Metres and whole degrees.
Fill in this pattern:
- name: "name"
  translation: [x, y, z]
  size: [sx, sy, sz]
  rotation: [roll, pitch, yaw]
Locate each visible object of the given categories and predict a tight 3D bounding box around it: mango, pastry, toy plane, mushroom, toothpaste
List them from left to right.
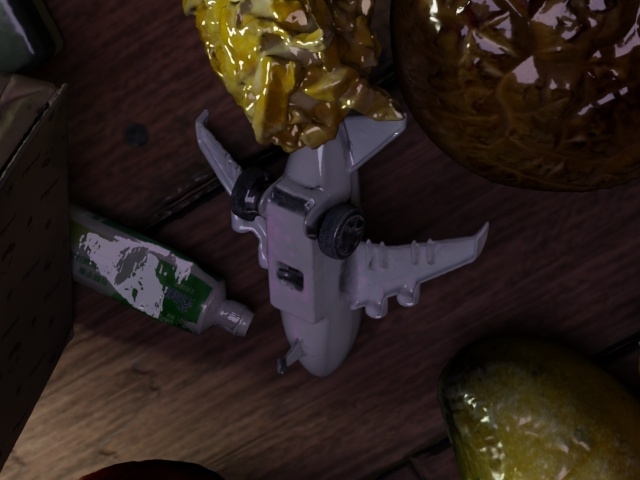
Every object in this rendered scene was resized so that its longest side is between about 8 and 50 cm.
- name: "toothpaste"
  translation: [-0.165, 0.012, 1.353]
  size: [0.248, 0.047, 0.078]
  rotation: [25, 124, 2]
- name: "pastry"
  translation: [-0.029, -0.174, 1.176]
  size: [0.102, 0.250, 0.154]
  rotation: [-1, 137, -34]
- name: "toy plane"
  translation: [-0.003, 0.002, 1.280]
  size: [0.251, 0.101, 0.255]
  rotation: [24, 128, 28]
- name: "mushroom"
  translation: [0.166, -0.143, 1.179]
  size: [0.253, 0.153, 0.253]
  rotation: [-4, 122, -6]
- name: "mango"
  translation: [0.203, 0.222, 1.313]
  size: [0.177, 0.175, 0.329]
  rotation: [-13, 86, -19]

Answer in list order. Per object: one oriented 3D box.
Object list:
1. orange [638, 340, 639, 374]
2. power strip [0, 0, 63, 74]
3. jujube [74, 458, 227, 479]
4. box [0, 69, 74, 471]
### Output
- name: "orange"
  translation: [0.343, 0.099, 1.197]
  size: [0.264, 0.264, 0.264]
  rotation: [3, 109, 8]
- name: "power strip"
  translation: [-0.326, -0.133, 1.319]
  size: [0.257, 0.070, 0.105]
  rotation: [-24, 101, 14]
- name: "jujube"
  translation: [-0.158, 0.360, 1.360]
  size: [0.276, 0.276, 0.376]
  rotation: [15, 112, 4]
- name: "box"
  translation: [-0.302, 0.036, 1.230]
  size: [0.190, 0.225, 0.297]
  rotation: [17, 141, 7]
